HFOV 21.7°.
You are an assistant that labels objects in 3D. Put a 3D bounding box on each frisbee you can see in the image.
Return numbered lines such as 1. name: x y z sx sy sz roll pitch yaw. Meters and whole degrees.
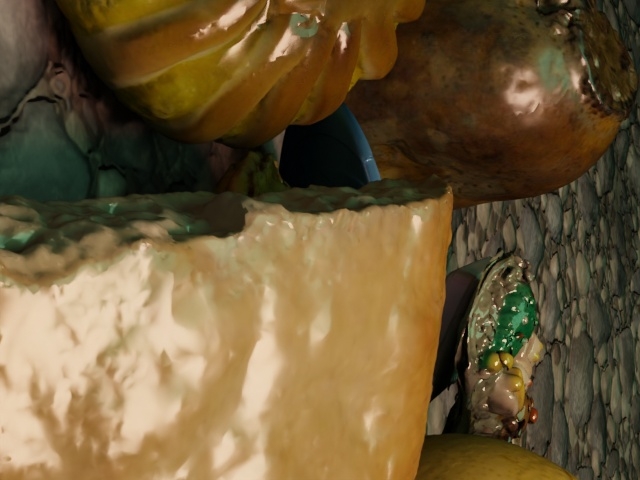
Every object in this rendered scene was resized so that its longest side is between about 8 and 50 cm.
1. frisbee: 0.000 0.000 1.340 0.242 0.045 0.242 171 -90 -73

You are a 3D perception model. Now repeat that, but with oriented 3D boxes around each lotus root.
1. lotus root: 0.157 -0.121 1.563 0.267 0.260 0.149 62 36 -43

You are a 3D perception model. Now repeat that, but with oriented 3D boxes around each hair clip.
1. hair clip: 0.159 0.140 1.541 0.138 0.091 0.321 -60 168 -31

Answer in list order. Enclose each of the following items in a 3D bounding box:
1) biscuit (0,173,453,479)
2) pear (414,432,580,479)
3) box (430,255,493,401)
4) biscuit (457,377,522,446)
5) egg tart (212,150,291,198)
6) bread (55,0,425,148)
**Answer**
1. biscuit: -0.094 0.161 1.029 0.429 0.104 0.446 5 96 -46
2. pear: 0.104 0.324 1.320 0.348 0.348 0.348 -3 90 -65
3. box: 0.128 0.087 1.625 0.142 0.044 0.285 -67 169 7
4. biscuit: 0.198 0.194 1.886 0.133 0.032 0.250 -51 131 -57
5. egg tart: -0.045 0.054 1.224 0.241 0.106 0.241 10 90 -87
6. bread: -0.033 -0.220 1.197 0.333 0.160 0.333 -8 102 -43
